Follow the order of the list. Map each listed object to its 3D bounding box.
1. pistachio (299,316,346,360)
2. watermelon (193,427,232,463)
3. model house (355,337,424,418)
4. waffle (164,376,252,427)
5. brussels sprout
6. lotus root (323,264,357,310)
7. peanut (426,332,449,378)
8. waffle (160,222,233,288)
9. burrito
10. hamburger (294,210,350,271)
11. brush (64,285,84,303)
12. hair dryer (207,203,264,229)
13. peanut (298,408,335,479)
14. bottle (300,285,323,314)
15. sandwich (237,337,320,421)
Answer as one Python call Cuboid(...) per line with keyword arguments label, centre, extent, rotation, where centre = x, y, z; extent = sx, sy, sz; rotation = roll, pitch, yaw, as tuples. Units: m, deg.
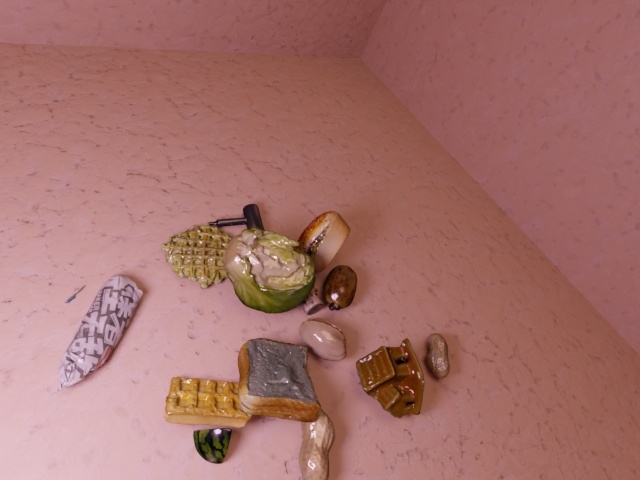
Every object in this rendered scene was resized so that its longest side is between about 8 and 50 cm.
Cuboid(label="pistachio", centre=(0.014, 0.396, 1.629), extent=(0.215, 0.144, 0.144), rotation=(32, 45, 13))
Cuboid(label="watermelon", centre=(-0.342, 0.627, 1.303), extent=(0.135, 0.125, 0.094), rotation=(19, 14, 15))
Cuboid(label="model house", centre=(0.269, 0.549, 1.594), extent=(0.239, 0.173, 0.268), rotation=(2, 50, -27))
Cuboid(label="waffle", centre=(-0.363, 0.526, 1.327), extent=(0.274, 0.057, 0.168), rotation=(12, 16, -18))
Cuboid(label="brussels sprout", centre=(-0.213, 0.129, 1.619), extent=(0.371, 0.314, 0.276), rotation=(31, 54, -20))
Cuboid(label="lotus root", centre=(0.086, 0.216, 1.818), extent=(0.145, 0.129, 0.260), rotation=(16, 40, 5))
Cuboid(label="peanut", centre=(0.522, 0.509, 1.817), extent=(0.098, 0.090, 0.214), rotation=(1, 44, 12))
Cuboid(label="waffle", centre=(-0.480, 0.052, 1.709), extent=(0.297, 0.073, 0.317), rotation=(42, 46, 12))
Cuboid(label="burrito", centre=(-0.731, 0.303, 1.353), extent=(0.138, 0.101, 0.446), rotation=(23, 44, -15))
Cuboid(label="hamburger", centre=(0.000, 0.000, 1.845), extent=(0.176, 0.300, 0.300), rotation=(36, 45, -3))
Cuboid(label="brush", centre=(-0.864, 0.190, 1.439), extent=(0.013, 0.016, 0.084), rotation=(40, 45, -8))
Cuboid(label="hair dryer", centre=(-0.387, -0.064, 1.871), extent=(0.248, 0.078, 0.196), rotation=(-7, 56, -19))
Cuboid(label="peanut", centre=(-0.011, 0.690, 1.373), extent=(0.123, 0.124, 0.257), rotation=(14, 48, -16))
Cuboid(label="bottle", centre=(-0.058, 0.235, 1.755), extent=(0.098, 0.099, 0.152), rotation=(-13, 56, -34))
Cuboid(label="sandwich", centre=(-0.154, 0.474, 1.426), extent=(0.271, 0.099, 0.301), rotation=(18, 24, -20))
